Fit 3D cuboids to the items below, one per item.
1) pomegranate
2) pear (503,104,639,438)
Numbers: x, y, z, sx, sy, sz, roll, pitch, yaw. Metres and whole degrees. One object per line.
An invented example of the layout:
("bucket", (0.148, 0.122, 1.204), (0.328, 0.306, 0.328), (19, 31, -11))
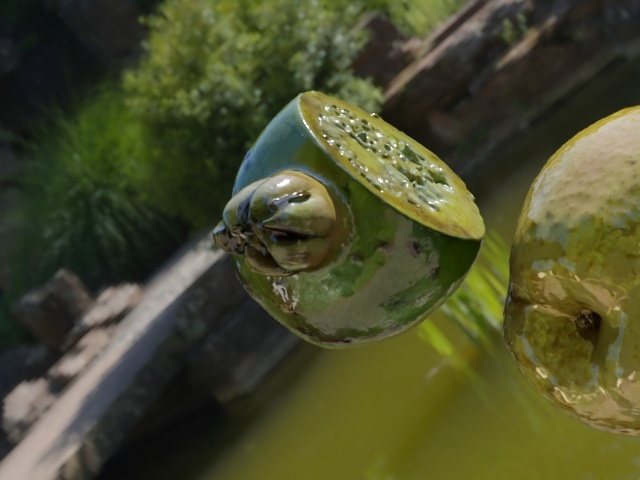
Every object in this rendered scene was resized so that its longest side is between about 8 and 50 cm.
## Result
("pomegranate", (0.012, 0.007, 1.128), (0.159, 0.190, 0.241), (-54, 9, 18))
("pear", (0.261, 0.025, 1.137), (0.271, 0.271, 0.271), (-41, 10, 8))
